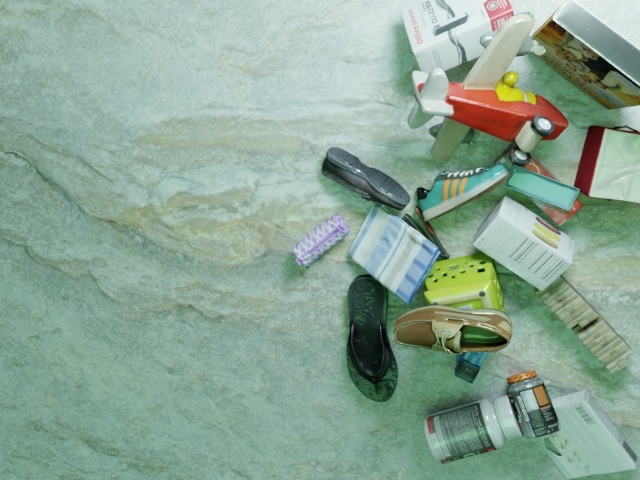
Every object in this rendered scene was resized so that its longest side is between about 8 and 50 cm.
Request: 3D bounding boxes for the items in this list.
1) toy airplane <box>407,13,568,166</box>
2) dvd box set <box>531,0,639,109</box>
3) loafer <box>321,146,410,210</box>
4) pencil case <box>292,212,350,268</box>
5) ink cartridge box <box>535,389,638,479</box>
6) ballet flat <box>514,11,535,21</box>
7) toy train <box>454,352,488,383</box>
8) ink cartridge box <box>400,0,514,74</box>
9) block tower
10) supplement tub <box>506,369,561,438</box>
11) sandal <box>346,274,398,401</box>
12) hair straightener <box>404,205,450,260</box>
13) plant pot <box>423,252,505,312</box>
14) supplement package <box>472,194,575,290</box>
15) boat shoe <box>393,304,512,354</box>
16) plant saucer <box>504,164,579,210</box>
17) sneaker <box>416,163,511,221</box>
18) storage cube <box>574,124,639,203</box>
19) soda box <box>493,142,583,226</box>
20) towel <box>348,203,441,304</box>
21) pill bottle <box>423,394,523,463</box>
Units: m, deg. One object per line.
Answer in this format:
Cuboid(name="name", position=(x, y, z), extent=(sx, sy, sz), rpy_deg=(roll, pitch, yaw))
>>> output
Cuboid(name="toy airplane", position=(0.421, -0.384, 1.538), extent=(0.387, 0.272, 0.384), rpy_deg=(-12, 137, 32))
Cuboid(name="dvd box set", position=(0.671, -0.444, 1.426), extent=(0.308, 0.420, 0.062), rpy_deg=(38, 105, 2))
Cuboid(name="loafer", position=(0.138, -0.178, 1.796), extent=(0.303, 0.109, 0.095), rpy_deg=(35, 128, 10))
Cuboid(name="pencil case", position=(0.000, 0.000, 1.866), extent=(0.206, 0.088, 0.086), rpy_deg=(-41, 93, 18))
Cuboid(name="ink cartridge box", position=(0.818, 0.625, 1.835), extent=(0.275, 0.060, 0.239), rpy_deg=(52, 133, -2))
Cuboid(name="ballet flat", position=(0.514, -0.581, 1.618), extent=(0.189, 0.070, 0.070), rpy_deg=(-27, 95, 18))
Cuboid(name="toy train", position=(0.488, 0.358, 1.823), extent=(0.080, 0.105, 0.184), rpy_deg=(25, 108, 6))
Cuboid(name="ink cartridge box", position=(0.373, -0.590, 1.574), extent=(0.273, 0.114, 0.196), rpy_deg=(-20, 55, 17))
Cuboid(name="block tower", position=(0.790, 0.239, 1.731), extent=(0.335, 0.097, 0.091), rpy_deg=(46, 109, -2))
Cuboid(name="supplement tub", position=(0.657, 0.508, 1.791), extent=(0.117, 0.117, 0.190), rpy_deg=(-22, 73, 17))
Cuboid(name="sandal", position=(0.155, 0.338, 1.897), extent=(0.168, 0.107, 0.445), rpy_deg=(-5, 102, 15))
Cuboid(name="hair straightener", position=(0.332, 0.006, 1.817), extent=(0.089, 0.047, 0.230), rpy_deg=(-33, 98, 22))
Cuboid(name="plant pot", position=(0.431, 0.190, 1.729), extent=(0.227, 0.207, 0.228), rpy_deg=(-13, 108, 16))
Cuboid(name="supplement package", position=(0.595, 0.006, 1.682), extent=(0.244, 0.139, 0.133), rpy_deg=(34, 130, 3))
Cuboid(name="boat shoe", position=(0.364, 0.252, 1.587), extent=(0.324, 0.120, 0.122), rpy_deg=(-6, 110, 13))
Cuboid(name="plant saucer", position=(0.625, -0.151, 1.629), extent=(0.192, 0.018, 0.067), rpy_deg=(23, 108, 9))
Cuboid(name="sneaker", position=(0.404, -0.165, 1.687), extent=(0.302, 0.108, 0.120), rpy_deg=(-29, 80, 39))
Cuboid(name="storage cube", position=(0.823, -0.204, 1.566), extent=(0.184, 0.193, 0.214), rpy_deg=(11, 104, 11))
Cuboid(name="soda box", position=(0.632, -0.168, 1.677), extent=(0.263, 0.083, 0.092), rpy_deg=(44, 109, 0))
Cuboid(name="towel", position=(0.218, 0.036, 1.778), extent=(0.285, 0.034, 0.209), rpy_deg=(41, 113, 35))
Cuboid(name="pill bottle", position=(0.490, 0.605, 1.852), extent=(0.284, 0.161, 0.161), rpy_deg=(-22, 97, 18))
